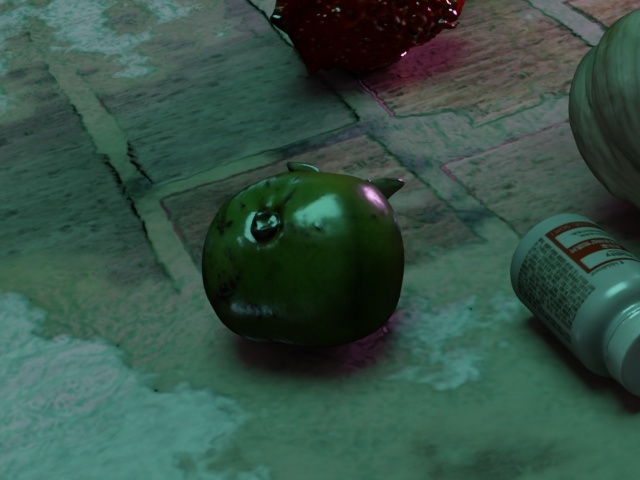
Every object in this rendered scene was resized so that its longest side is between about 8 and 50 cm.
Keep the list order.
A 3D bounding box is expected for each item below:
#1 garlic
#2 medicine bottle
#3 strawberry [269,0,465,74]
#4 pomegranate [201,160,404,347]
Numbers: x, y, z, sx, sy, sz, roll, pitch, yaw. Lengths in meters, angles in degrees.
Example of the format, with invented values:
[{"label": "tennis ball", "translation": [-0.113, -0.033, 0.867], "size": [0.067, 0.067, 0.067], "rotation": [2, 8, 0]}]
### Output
[{"label": "garlic", "translation": [0.285, -0.059, 1.041], "size": [0.218, 0.218, 0.212], "rotation": [5, 76, 23]}, {"label": "medicine bottle", "translation": [0.195, 0.045, 0.946], "size": [0.079, 0.079, 0.140], "rotation": [-19, 33, -13]}, {"label": "strawberry", "translation": [0.047, -0.255, 1.381], "size": [0.201, 0.187, 0.184], "rotation": [7, 68, 0]}, {"label": "pomegranate", "translation": [0.000, 0.000, 1.033], "size": [0.152, 0.131, 0.191], "rotation": [3, 27, 26]}]
